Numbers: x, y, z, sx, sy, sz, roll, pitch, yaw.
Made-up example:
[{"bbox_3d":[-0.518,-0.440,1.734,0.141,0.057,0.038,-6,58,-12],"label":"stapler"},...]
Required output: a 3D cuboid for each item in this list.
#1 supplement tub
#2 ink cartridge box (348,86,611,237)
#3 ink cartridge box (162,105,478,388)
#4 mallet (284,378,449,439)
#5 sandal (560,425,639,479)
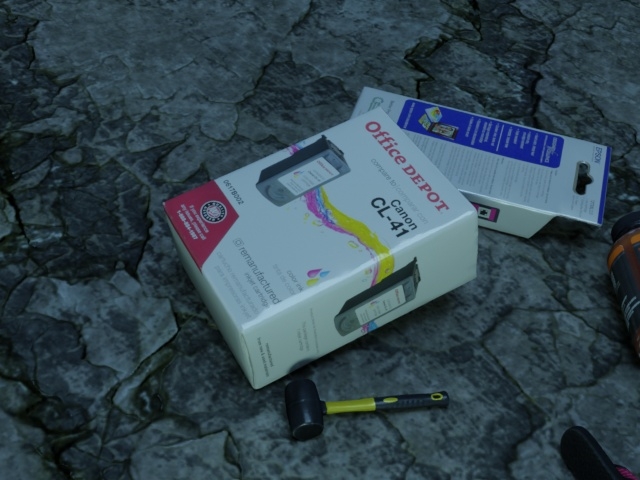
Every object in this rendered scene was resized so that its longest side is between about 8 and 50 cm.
[{"bbox_3d":[0.420,0.054,1.201,0.106,0.106,0.198,2,47,-5],"label":"supplement tub"},{"bbox_3d":[0.211,-0.106,1.357,0.371,0.069,0.175,14,46,10],"label":"ink cartridge box"},{"bbox_3d":[0.000,0.000,1.151,0.306,0.131,0.226,-27,53,-13],"label":"ink cartridge box"},{"bbox_3d":[0.051,0.177,1.090,0.190,0.039,0.062,-7,51,-19],"label":"mallet"},{"bbox_3d":[0.317,0.267,1.014,0.040,0.067,0.179,-4,43,-26],"label":"sandal"}]
